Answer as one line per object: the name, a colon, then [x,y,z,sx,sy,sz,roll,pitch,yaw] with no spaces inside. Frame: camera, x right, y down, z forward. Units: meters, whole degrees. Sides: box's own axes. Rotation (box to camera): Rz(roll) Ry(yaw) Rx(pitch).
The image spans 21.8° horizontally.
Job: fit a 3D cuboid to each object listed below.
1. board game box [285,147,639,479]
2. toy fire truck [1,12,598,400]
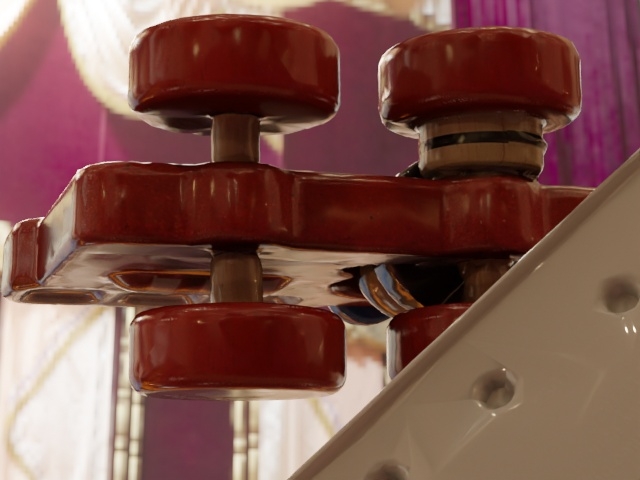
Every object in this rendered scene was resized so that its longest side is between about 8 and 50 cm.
board game box: [0.125,0.153,0.332,0.390,0.390,0.050,-42,-44,-10]
toy fire truck: [0.000,0.000,0.858,0.302,0.169,0.254,1,-9,-18]
